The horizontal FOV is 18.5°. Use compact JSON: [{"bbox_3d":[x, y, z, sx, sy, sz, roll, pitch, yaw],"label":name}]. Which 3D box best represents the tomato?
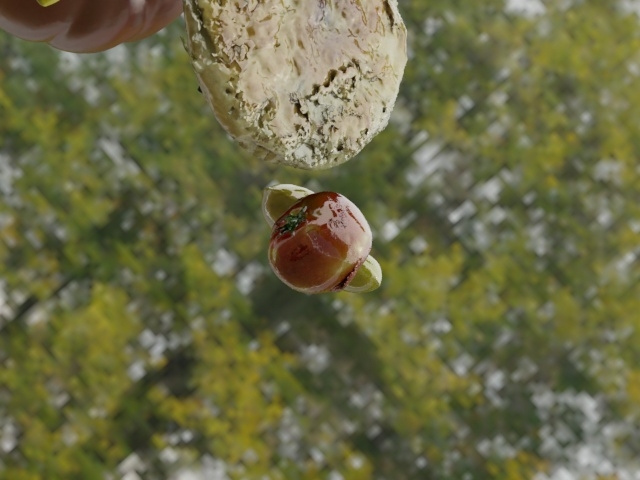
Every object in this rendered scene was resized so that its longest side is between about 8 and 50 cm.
[{"bbox_3d":[0.002,0.004,1.593,0.075,0.087,0.087,43,-8,-21],"label":"tomato"}]

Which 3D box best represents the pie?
[{"bbox_3d":[-0.017,-0.194,1.695,0.055,0.274,0.274,1,-44,43],"label":"pie"}]

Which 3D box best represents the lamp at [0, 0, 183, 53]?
[{"bbox_3d":[-0.233,-0.332,1.901,0.303,0.303,0.257,51,-29,-10],"label":"lamp"}]

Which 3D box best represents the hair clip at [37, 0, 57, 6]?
[{"bbox_3d":[-0.148,-0.194,1.114,0.046,0.072,0.173,44,17,-26],"label":"hair clip"}]

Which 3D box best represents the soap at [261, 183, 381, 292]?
[{"bbox_3d":[-0.001,0.001,1.805,0.140,0.045,0.089,48,-15,-30],"label":"soap"}]
